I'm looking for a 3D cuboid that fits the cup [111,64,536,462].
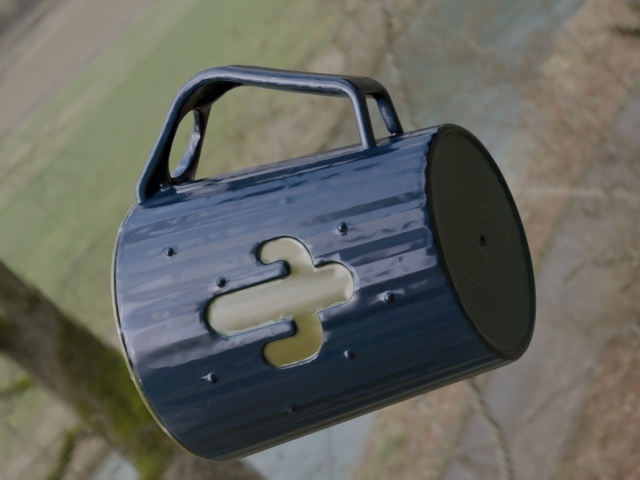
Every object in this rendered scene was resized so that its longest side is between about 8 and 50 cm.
[{"bbox_3d":[0.000,0.000,0.838,0.155,0.176,0.131,-15,1,26],"label":"cup"}]
